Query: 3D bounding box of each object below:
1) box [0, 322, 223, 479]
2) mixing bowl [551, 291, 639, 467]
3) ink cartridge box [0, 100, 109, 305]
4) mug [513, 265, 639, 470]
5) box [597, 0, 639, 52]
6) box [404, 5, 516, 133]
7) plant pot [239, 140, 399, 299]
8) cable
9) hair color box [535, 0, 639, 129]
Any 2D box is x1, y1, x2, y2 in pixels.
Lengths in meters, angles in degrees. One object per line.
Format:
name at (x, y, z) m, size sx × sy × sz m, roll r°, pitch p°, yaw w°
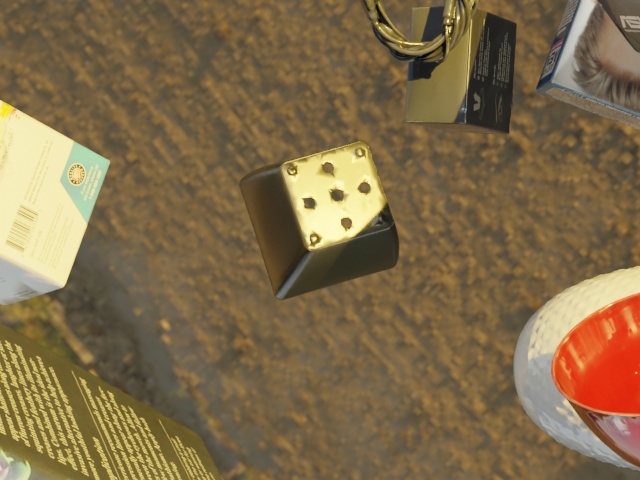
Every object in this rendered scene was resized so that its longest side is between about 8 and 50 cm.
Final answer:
box at (-0.289, 0.242, 1.103) m, size 0.395 × 0.293 × 0.212 m, roll 36°, pitch -170°, yaw -38°
mixing bowl at (0.289, 0.124, 1.130) m, size 0.181 × 0.181 × 0.098 m, roll 8°, pitch 128°, yaw 46°
ink cartridge box at (-0.467, -0.066, 1.856) m, size 0.270 × 0.198 × 0.197 m, roll 30°, pitch 153°, yaw -29°
mug at (0.463, 0.197, 1.860) m, size 0.328 × 0.276 × 0.374 m, roll -6°, pitch 141°, yaw 47°
box at (0.445, -0.277, 1.121) m, size 0.097 × 0.318 × 0.395 m, roll 46°, pitch 173°, yaw -22°
box at (0.191, -0.228, 1.874) m, size 0.093 × 0.158 × 0.155 m, roll 4°, pitch 90°, yaw 29°
plant pot at (0.011, -0.042, 1.924) m, size 0.167 × 0.188 × 0.187 m, roll 130°, pitch 124°, yaw -74°
cable at (0.127, -0.315, 1.767) m, size 0.047 × 0.151 × 0.184 m, roll -48°, pitch -66°, yaw -80°
hair color box at (0.381, -0.301, 1.530) m, size 0.174 × 0.347 × 0.105 m, roll 19°, pitch 180°, yaw -2°
